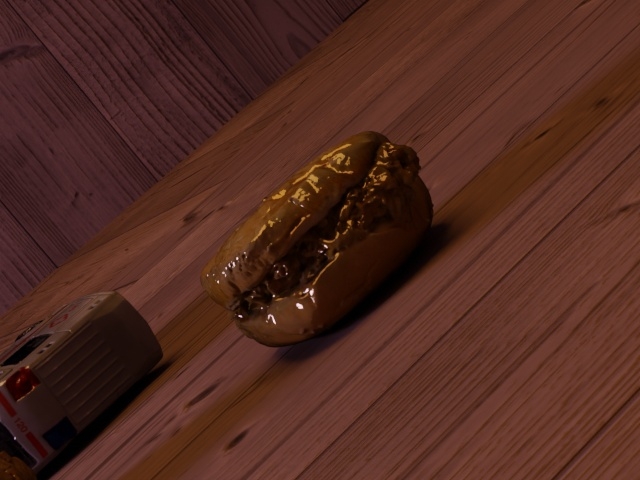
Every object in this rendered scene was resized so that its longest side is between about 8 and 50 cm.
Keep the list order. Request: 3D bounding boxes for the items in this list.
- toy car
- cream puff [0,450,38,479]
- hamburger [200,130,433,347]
[{"bbox_3d":[-0.211,0.122,1.361,0.108,0.089,0.209,-22,15,49],"label":"toy car"},{"bbox_3d":[-0.216,0.169,1.072,0.133,0.104,0.119,-44,2,-36],"label":"cream puff"},{"bbox_3d":[0.000,0.000,1.083,0.138,0.083,0.147,-45,7,-14],"label":"hamburger"}]
